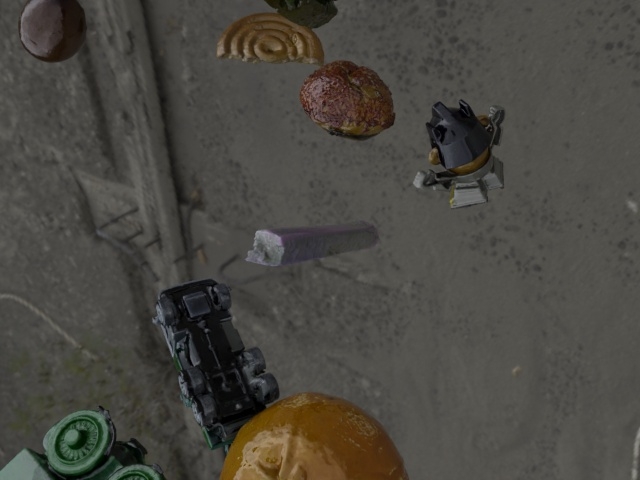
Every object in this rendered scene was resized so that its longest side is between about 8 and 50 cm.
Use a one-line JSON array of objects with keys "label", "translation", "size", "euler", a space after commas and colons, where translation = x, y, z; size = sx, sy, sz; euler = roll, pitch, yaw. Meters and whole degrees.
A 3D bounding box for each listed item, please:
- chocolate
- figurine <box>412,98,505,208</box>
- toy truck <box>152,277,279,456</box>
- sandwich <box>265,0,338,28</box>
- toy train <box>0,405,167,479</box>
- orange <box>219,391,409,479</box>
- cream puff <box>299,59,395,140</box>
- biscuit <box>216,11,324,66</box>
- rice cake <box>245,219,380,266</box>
[{"label": "chocolate", "translation": [-0.493, -0.402, 1.381], "size": [0.133, 0.124, 0.127], "euler": [108, 160, -57]}, {"label": "figurine", "translation": [0.370, -0.227, 1.919], "size": [0.143, 0.308, 0.308], "euler": [18, 130, 41]}, {"label": "toy truck", "translation": [-0.222, 0.261, 1.529], "size": [0.363, 0.177, 0.178], "euler": [64, 152, 24]}, {"label": "sandwich", "translation": [-0.054, -0.407, 0.996], "size": [0.109, 0.212, 0.292], "euler": [-29, 133, 23]}, {"label": "toy train", "translation": [-0.275, 0.337, 0.911], "size": [0.266, 0.202, 0.145], "euler": [32, 157, 32]}, {"label": "orange", "translation": [-0.014, 0.439, 1.318], "size": [0.341, 0.340, 0.293], "euler": [41, -176, 17]}, {"label": "cream puff", "translation": [0.071, -0.341, 1.804], "size": [0.240, 0.240, 0.164], "euler": [42, 122, 15]}, {"label": "biscuit", "translation": [-0.101, -0.426, 1.577], "size": [0.224, 0.144, 0.033], "euler": [5, 151, -5]}, {"label": "rice cake", "translation": [0.000, -0.001, 1.472], "size": [0.070, 0.399, 0.064], "euler": [16, 103, 30]}]
